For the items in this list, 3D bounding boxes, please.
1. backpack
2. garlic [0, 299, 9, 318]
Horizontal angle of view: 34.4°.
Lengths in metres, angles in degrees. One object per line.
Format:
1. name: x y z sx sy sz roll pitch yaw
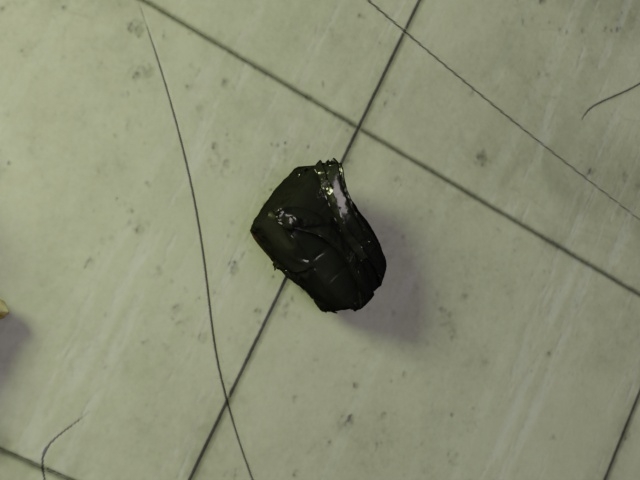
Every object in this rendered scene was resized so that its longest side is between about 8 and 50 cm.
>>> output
1. backpack: -0.001 0.004 1.148 0.120 0.106 0.165 -49 122 -37
2. garlic: -0.395 0.132 1.011 0.128 0.090 0.198 21 76 -31
